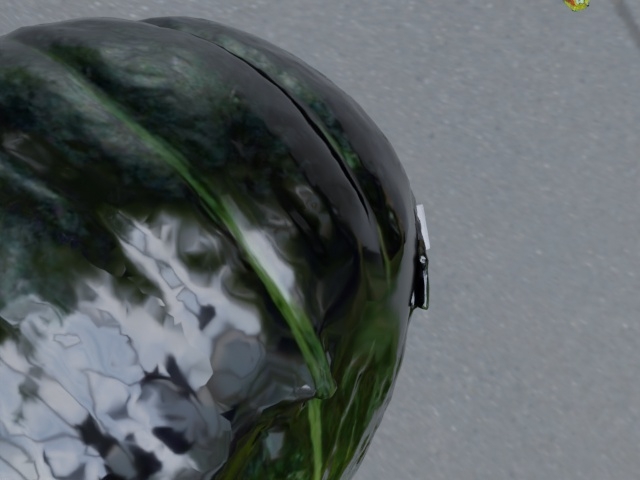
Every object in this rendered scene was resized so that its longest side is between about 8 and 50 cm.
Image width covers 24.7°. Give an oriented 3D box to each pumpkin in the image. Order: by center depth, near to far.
[{"bbox_3d":[-0.109,0.030,0.570,0.295,0.296,0.296,-4,103,-16],"label":"pumpkin"}]

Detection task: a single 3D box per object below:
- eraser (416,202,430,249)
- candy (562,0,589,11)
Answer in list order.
[{"bbox_3d":[0.000,0.000,0.761,0.065,0.105,0.026,-17,99,-48],"label":"eraser"},{"bbox_3d":[0.199,-0.188,1.138,0.025,0.083,0.023,40,98,4],"label":"candy"}]
